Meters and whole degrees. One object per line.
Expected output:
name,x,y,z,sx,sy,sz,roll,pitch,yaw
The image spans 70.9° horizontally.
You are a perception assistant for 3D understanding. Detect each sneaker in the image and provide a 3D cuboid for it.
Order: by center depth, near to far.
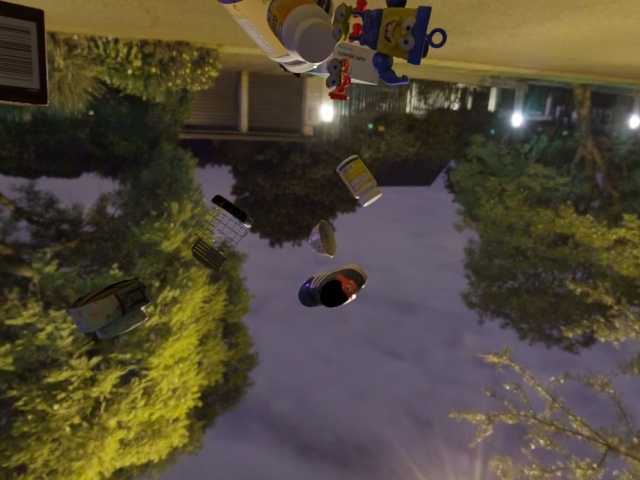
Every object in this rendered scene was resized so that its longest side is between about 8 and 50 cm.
sneaker,0.012,0.196,1.665,0.350,0.131,0.148,-32,-168,44

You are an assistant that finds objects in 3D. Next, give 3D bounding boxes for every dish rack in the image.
dish rack,-0.411,-0.025,1.805,0.208,0.272,0.074,32,175,30

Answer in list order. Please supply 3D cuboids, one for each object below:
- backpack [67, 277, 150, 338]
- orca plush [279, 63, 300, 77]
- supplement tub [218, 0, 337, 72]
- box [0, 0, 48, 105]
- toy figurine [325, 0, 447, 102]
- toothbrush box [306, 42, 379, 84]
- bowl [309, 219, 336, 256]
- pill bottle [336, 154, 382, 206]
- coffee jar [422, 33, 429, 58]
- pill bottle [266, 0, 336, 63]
backpack,-0.600,0.198,1.274,0.165,0.144,0.188,-9,-173,42
orca plush,-0.093,-0.838,2.159,0.287,0.102,0.151,1,-155,39
supplement tub,-0.111,-0.631,1.181,0.241,0.241,0.331,13,168,36
box,-0.715,-0.403,0.998,0.143,0.191,0.381,-5,-164,-38
toy figurine,0.156,-0.455,0.914,0.217,0.363,0.191,15,-154,11
toothbrush box,0.083,-0.713,1.804,0.216,0.126,0.295,3,-162,-26
bowl,0.000,0.000,2.037,0.080,0.170,0.170,-18,-174,24
pill bottle,0.173,-0.262,1.986,0.119,0.208,0.119,-33,174,-4
coffee jar,0.319,-0.727,1.637,0.079,0.096,0.184,-21,-135,-14
pill bottle,-0.041,-0.476,1.009,0.117,0.118,0.208,-4,-138,-23
